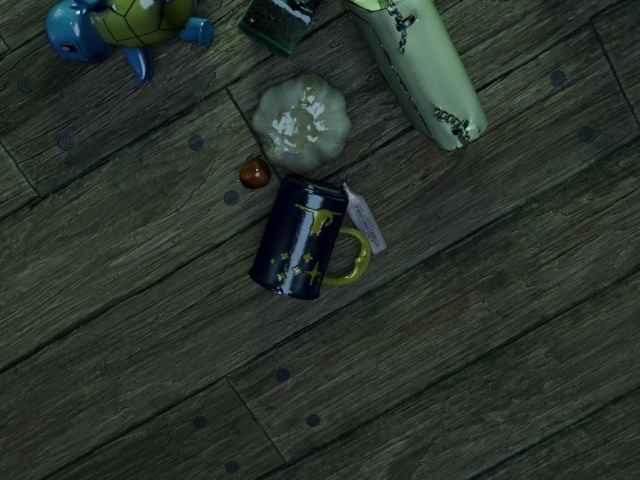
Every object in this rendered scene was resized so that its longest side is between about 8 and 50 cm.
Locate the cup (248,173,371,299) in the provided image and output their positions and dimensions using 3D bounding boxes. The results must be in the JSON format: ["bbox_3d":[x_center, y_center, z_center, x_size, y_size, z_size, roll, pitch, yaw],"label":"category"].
[{"bbox_3d":[-0.018,-0.009,1.906,0.255,0.178,0.256,7,107,-47],"label":"cup"}]

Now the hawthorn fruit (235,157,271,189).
[{"bbox_3d":[-0.152,-0.152,1.884,0.077,0.077,0.077,-1,106,-4],"label":"hawthorn fruit"}]

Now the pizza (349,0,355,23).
[{"bbox_3d":[0.137,-0.515,1.810,0.182,0.062,0.161,-11,100,-7],"label":"pizza"}]

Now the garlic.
[{"bbox_3d":[-0.038,-0.264,1.817,0.228,0.152,0.227,0,113,0],"label":"garlic"}]

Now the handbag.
[{"bbox_3d":[0.212,-0.388,1.719,0.160,0.236,0.358,-31,120,7],"label":"handbag"}]

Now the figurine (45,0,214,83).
[{"bbox_3d":[-0.380,-0.496,1.695,0.416,0.298,0.243,-36,71,4],"label":"figurine"}]

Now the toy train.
[{"bbox_3d":[-0.065,-0.519,1.675,0.167,0.299,0.238,30,115,-10],"label":"toy train"}]

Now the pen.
[{"bbox_3d":[0.101,-0.057,1.948,0.053,0.032,0.197,-29,107,5],"label":"pen"}]
